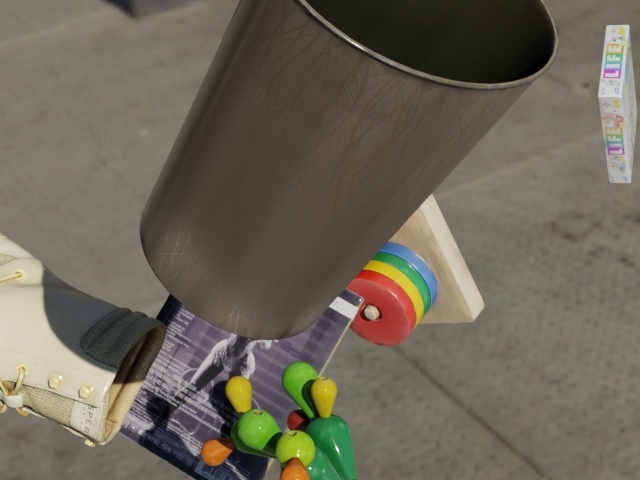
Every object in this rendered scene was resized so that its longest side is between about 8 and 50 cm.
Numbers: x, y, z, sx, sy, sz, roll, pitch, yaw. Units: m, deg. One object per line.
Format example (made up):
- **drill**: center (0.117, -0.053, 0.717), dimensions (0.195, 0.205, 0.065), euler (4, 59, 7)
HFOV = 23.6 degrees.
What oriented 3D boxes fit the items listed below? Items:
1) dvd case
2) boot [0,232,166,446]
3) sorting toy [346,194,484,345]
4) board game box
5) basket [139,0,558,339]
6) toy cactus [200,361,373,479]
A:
- **dvd case**: center (-0.083, 0.110, 1.417), dimensions (0.164, 0.221, 0.018), euler (29, -2, 14)
- **boot**: center (-0.266, 0.119, 1.229), dimensions (0.203, 0.095, 0.262), euler (26, 49, 14)
- **sorting toy**: center (0.000, 0.000, 1.576), dimensions (0.255, 0.257, 0.089), euler (-5, 33, 41)
- **board game box**: center (0.334, -0.151, 1.715), dimensions (0.026, 0.154, 0.103), euler (1, 55, 16)
- **basket**: center (-0.001, -0.061, 0.879), dimensions (0.204, 0.227, 0.154), euler (-15, 59, -49)
- **toy cactus**: center (0.000, 0.192, 1.147), dimensions (0.112, 0.180, 0.219), euler (-44, 25, 17)
